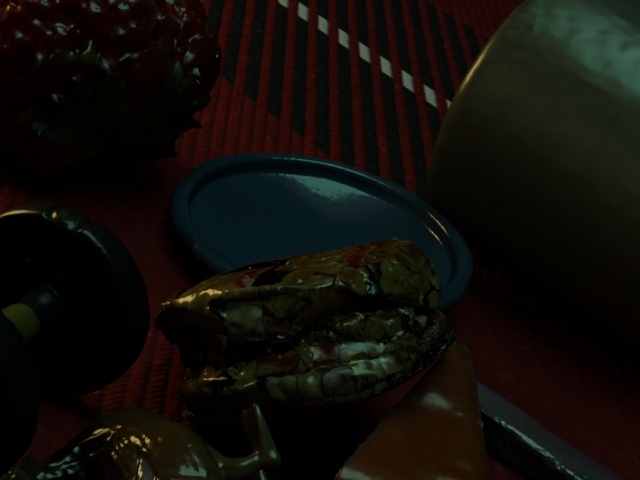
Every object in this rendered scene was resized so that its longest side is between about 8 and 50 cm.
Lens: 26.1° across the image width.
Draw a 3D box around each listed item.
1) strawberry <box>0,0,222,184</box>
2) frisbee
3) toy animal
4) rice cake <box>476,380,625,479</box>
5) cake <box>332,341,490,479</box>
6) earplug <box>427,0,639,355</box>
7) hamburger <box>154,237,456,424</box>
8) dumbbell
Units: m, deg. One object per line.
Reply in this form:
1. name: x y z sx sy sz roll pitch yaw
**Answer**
1. strawberry: -0.241 -0.205 1.290 0.250 0.238 0.288 2 55 -52
2. frisbee: -0.001 0.005 1.281 0.290 0.049 0.289 12 29 -7
3. toy animal: -0.109 0.173 0.867 0.179 0.089 0.188 -11 37 -19
4. rice cake: 0.193 0.180 1.102 0.207 0.036 0.047 33 39 24
5. cake: 0.070 0.170 0.977 0.135 0.098 0.287 22 31 7
6. earplug: 0.347 -0.047 1.338 0.394 0.312 0.313 35 30 26
7. hamburger: -0.008 0.062 1.031 0.231 0.106 0.231 -16 4 1
8. dumbbell: -0.214 0.066 0.914 0.143 0.143 0.325 26 27 12
